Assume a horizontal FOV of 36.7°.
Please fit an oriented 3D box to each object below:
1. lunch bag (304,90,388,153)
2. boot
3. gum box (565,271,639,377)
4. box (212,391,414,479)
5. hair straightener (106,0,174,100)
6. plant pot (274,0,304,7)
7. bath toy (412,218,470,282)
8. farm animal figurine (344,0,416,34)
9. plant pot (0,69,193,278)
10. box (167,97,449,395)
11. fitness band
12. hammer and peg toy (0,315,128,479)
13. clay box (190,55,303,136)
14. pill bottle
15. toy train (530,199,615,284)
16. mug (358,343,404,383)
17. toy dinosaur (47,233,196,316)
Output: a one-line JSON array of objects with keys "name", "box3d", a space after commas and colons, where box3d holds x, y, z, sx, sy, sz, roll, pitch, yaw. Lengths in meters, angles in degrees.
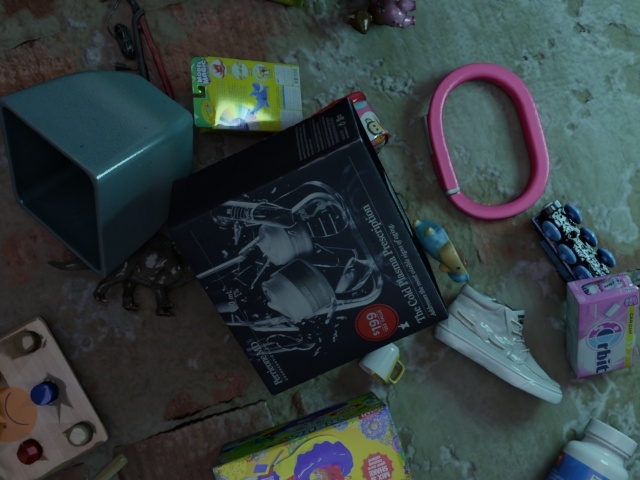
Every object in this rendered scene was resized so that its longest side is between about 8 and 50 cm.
[{"name": "lunch bag", "box3d": [-0.026, -0.131, 1.651, 0.293, 0.258, 0.120, -33, 88, -4]}, {"name": "boot", "box3d": [0.339, 0.181, 1.722, 0.258, 0.095, 0.123, 31, 92, 1]}, {"name": "gum box", "box3d": [0.493, 0.145, 1.697, 0.107, 0.062, 0.188, -12, 126, -3]}, {"name": "box", "box3d": [-0.007, 0.391, 1.604, 0.289, 0.279, 0.177, -19, 87, -4]}, {"name": "hair straightener", "box3d": [-0.341, -0.343, 1.760, 0.089, 0.047, 0.231, -19, 87, -4]}, {"name": "plant pot", "box3d": [-0.104, -0.576, 1.704, 0.228, 0.227, 0.207, 17, 79, 1]}, {"name": "bath toy", "box3d": [0.085, 0.105, 1.707, 0.348, 0.151, 0.129, -30, 110, 1]}, {"name": "farm animal figurine", "box3d": [0.067, -0.505, 1.648, 0.172, 0.330, 0.327, -2, 87, 1]}, {"name": "plant pot", "box3d": [-0.352, -0.141, 1.630, 0.248, 0.247, 0.252, 37, 53, 23]}, {"name": "box", "box3d": [-0.017, 0.014, 1.496, 0.312, 0.179, 0.343, -25, 117, 8]}, {"name": "fitness band", "box3d": [0.305, -0.181, 1.770, 0.208, 0.054, 0.291, -14, 88, -3]}, {"name": "hammer and peg toy", "box3d": [-0.499, 0.341, 1.667, 0.266, 0.127, 0.361, -31, 88, -6]}, {"name": "clay box", "box3d": [-0.136, -0.251, 1.705, 0.222, 0.053, 0.128, -1, 85, -35]}, {"name": "pill bottle", "box3d": [0.462, 0.430, 1.697, 0.124, 0.124, 0.222, 31, 84, 0]}, {"name": "toy train", "box3d": [0.450, 0.013, 1.735, 0.080, 0.105, 0.184, -36, 88, -13]}, {"name": "mug", "box3d": [0.112, 0.217, 1.739, 0.062, 0.078, 0.064, 27, 74, 32]}, {"name": "toy dinosaur", "box3d": [-0.315, 0.043, 1.716, 0.313, 0.121, 0.160, 6, 74, 3]}]
